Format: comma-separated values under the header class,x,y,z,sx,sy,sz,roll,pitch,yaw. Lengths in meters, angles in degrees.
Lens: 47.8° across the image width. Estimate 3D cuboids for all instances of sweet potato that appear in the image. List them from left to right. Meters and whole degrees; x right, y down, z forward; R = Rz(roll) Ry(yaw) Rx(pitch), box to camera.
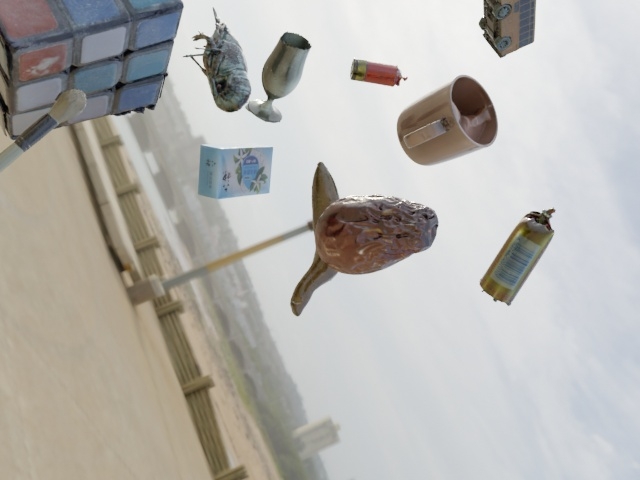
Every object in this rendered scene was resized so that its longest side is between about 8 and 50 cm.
class,x,y,z,sx,sy,sz,roll,pitch,yaw
sweet potato,0.006,0.005,1.573,0.079,0.108,0.346,-21,-125,60

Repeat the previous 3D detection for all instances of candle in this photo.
class,x,y,z,sx,sy,sz,roll,pitch,yaw
candle,0.134,-0.378,1.634,0.052,0.131,0.052,-173,-90,-84

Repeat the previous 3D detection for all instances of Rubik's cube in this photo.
class,x,y,z,sx,sy,sz,roll,pitch,yaw
Rubik's cube,-0.519,-0.463,1.451,0.363,0.362,0.359,64,-25,10

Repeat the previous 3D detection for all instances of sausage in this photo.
class,x,y,z,sx,sy,sz,roll,pitch,yaw
sausage,0.597,0.032,2.144,0.317,0.117,0.125,-61,-164,19

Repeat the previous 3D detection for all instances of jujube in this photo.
class,x,y,z,sx,sy,sz,roll,pitch,yaw
jujube,0.106,-0.013,1.377,0.168,0.237,0.168,11,78,-61

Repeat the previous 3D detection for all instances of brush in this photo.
class,x,y,z,sx,sy,sz,roll,pitch,yaw
brush,-0.491,-0.142,1.147,0.039,0.299,0.042,38,-17,29

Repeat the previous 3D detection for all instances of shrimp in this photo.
class,x,y,z,sx,sy,sz,roll,pitch,yaw
shrimp,-0.290,-0.515,2.003,0.172,0.137,0.372,30,30,-59

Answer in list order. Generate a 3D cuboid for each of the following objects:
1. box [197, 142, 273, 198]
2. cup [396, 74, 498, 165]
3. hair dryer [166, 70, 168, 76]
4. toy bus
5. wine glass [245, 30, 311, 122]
class,x,y,z,sx,sy,sz,roll,pitch,yaw
box,-0.241,-0.202,2.070,0.083,0.232,0.142,15,-75,33
cup,0.298,-0.285,1.835,0.200,0.253,0.191,-21,-82,45
hair dryer,-0.589,-0.527,2.058,0.123,0.313,0.340,52,23,-55
toy bus,0.384,-0.475,1.466,0.182,0.103,0.091,68,-1,-56
wine glass,-0.102,-0.408,1.805,0.222,0.103,0.103,-60,-137,34
